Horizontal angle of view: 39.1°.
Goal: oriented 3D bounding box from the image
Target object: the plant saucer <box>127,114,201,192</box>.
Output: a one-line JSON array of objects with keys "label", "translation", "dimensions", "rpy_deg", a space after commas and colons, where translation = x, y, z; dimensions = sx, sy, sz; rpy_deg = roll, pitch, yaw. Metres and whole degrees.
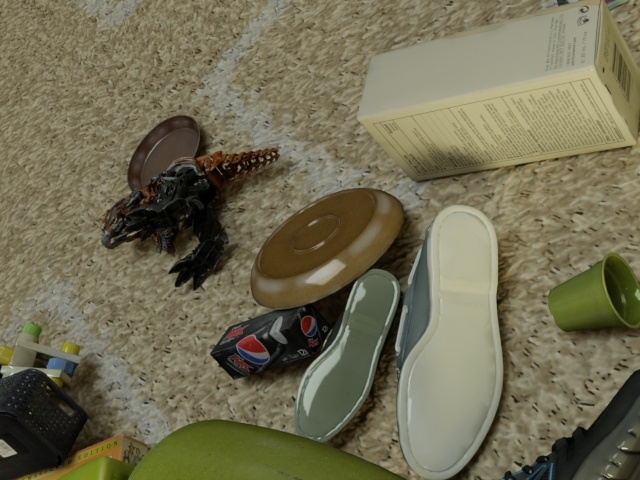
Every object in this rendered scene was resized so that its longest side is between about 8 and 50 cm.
[{"label": "plant saucer", "translation": [-0.269, -0.144, 1.585], "dimensions": [0.168, 0.029, 0.168], "rpy_deg": [-21, 50, 28]}]

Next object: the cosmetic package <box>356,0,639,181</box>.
[{"label": "cosmetic package", "translation": [0.221, -0.178, 1.123], "dimensions": [0.309, 0.160, 0.113], "rpy_deg": [-6, 58, 35]}]

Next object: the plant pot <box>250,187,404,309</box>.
[{"label": "plant pot", "translation": [0.000, 0.000, 1.207], "dimensions": [0.236, 0.032, 0.236], "rpy_deg": [-27, 25, 14]}]

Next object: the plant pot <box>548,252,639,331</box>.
[{"label": "plant pot", "translation": [0.291, 0.065, 0.970], "dimensions": [0.079, 0.083, 0.083], "rpy_deg": [-25, 48, 39]}]

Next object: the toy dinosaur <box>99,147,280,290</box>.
[{"label": "toy dinosaur", "translation": [-0.220, -0.067, 1.417], "dimensions": [0.322, 0.164, 0.218], "rpy_deg": [-45, 28, 28]}]

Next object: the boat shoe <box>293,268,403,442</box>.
[{"label": "boat shoe", "translation": [0.038, 0.147, 1.120], "dimensions": [0.081, 0.069, 0.228], "rpy_deg": [25, 80, 11]}]

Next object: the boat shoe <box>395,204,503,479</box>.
[{"label": "boat shoe", "translation": [0.145, 0.121, 1.054], "dimensions": [0.099, 0.116, 0.320], "rpy_deg": [122, 158, -69]}]

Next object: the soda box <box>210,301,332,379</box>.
[{"label": "soda box", "translation": [-0.068, 0.132, 1.184], "dimensions": [0.169, 0.053, 0.060], "rpy_deg": [-24, 23, 43]}]

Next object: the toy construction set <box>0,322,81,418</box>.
[{"label": "toy construction set", "translation": [-0.544, 0.182, 1.420], "dimensions": [0.151, 0.327, 0.215], "rpy_deg": [-64, 1, -30]}]

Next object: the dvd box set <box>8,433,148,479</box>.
[{"label": "dvd box set", "translation": [-0.366, 0.504, 1.207], "dimensions": [0.307, 0.062, 0.421], "rpy_deg": [-26, 49, 23]}]

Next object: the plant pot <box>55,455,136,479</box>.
[{"label": "plant pot", "translation": [-0.252, 0.402, 1.005], "dimensions": [0.207, 0.227, 0.228], "rpy_deg": [-23, 50, 20]}]

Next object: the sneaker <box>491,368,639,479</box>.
[{"label": "sneaker", "translation": [0.225, 0.246, 0.863], "dimensions": [0.341, 0.125, 0.139], "rpy_deg": [-52, 39, -5]}]

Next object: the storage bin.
[{"label": "storage bin", "translation": [-0.446, 0.272, 1.309], "dimensions": [0.180, 0.122, 0.084], "rpy_deg": [-21, 30, 32]}]

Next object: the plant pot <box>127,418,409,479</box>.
[{"label": "plant pot", "translation": [-0.011, 0.310, 0.869], "dimensions": [0.293, 0.274, 0.275], "rpy_deg": [-12, 55, 43]}]

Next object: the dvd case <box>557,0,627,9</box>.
[{"label": "dvd case", "translation": [0.363, -0.350, 1.228], "dimensions": [0.087, 0.013, 0.119], "rpy_deg": [-23, 49, 26]}]
